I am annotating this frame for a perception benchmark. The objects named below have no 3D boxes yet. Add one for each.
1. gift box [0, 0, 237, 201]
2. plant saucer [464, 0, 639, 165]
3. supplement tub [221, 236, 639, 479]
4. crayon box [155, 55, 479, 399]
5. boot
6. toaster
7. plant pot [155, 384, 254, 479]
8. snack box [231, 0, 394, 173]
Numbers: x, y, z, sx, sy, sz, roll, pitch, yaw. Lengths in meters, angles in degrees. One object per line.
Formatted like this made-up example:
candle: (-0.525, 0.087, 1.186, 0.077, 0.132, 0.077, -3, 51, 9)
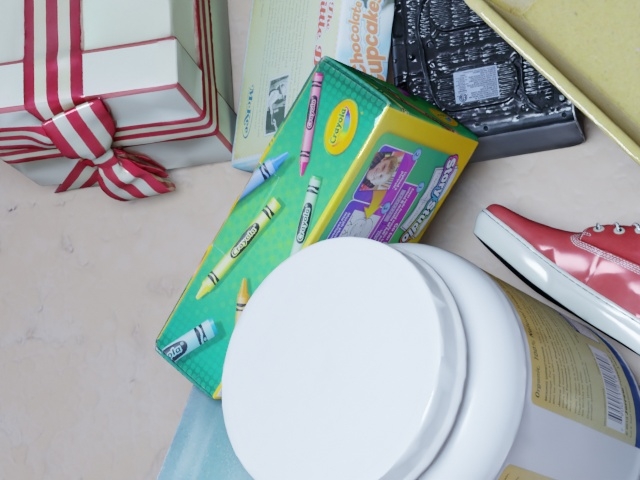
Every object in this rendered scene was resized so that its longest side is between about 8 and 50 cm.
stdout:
gift box: (-0.232, -0.179, 1.314, 0.276, 0.255, 0.258, -10, 74, 15)
plant saucer: (0.336, -0.190, 1.107, 0.333, 0.081, 0.333, -43, 81, -10)
supplement tub: (0.096, 0.133, 1.053, 0.228, 0.316, 0.228, -15, 63, 33)
crayon box: (0.000, 0.000, 1.116, 0.081, 0.165, 0.278, 37, 103, 29)
boot: (0.269, -0.006, 1.160, 0.244, 0.088, 0.176, 32, 92, 17)
toaster: (0.149, -0.161, 1.224, 0.185, 0.110, 0.168, -9, 76, 21)
plant pot: (-0.062, 0.274, 1.155, 0.196, 0.293, 0.293, 20, 87, -2)
snack box: (0.000, -0.229, 1.277, 0.187, 0.060, 0.322, -7, 74, 59)
